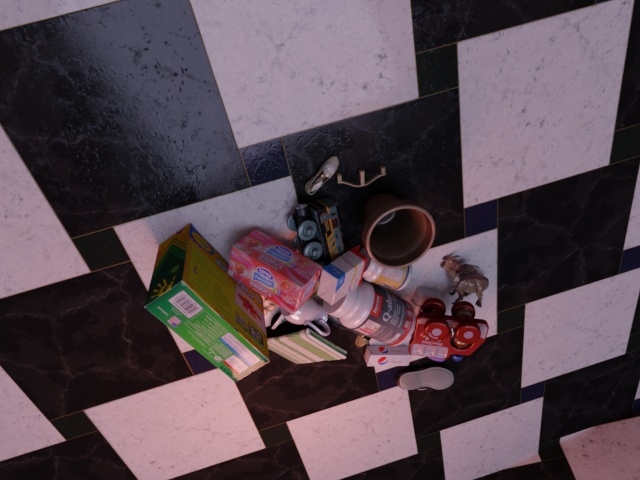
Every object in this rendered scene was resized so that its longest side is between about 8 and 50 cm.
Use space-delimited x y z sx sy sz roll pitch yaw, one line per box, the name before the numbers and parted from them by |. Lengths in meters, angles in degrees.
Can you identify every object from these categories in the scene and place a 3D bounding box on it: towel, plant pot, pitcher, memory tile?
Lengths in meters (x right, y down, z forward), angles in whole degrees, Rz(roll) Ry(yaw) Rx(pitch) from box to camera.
towel | -0.078 0.455 1.949 0.248 0.038 0.325 36 143 -29
plant pot | 0.263 -0.063 1.703 0.263 0.229 0.263 -6 121 -10
pitcher | -0.052 0.299 1.845 0.207 0.178 0.125 21 122 -45
memory tile | -0.236 0.245 1.897 0.113 0.012 0.148 -32 123 7

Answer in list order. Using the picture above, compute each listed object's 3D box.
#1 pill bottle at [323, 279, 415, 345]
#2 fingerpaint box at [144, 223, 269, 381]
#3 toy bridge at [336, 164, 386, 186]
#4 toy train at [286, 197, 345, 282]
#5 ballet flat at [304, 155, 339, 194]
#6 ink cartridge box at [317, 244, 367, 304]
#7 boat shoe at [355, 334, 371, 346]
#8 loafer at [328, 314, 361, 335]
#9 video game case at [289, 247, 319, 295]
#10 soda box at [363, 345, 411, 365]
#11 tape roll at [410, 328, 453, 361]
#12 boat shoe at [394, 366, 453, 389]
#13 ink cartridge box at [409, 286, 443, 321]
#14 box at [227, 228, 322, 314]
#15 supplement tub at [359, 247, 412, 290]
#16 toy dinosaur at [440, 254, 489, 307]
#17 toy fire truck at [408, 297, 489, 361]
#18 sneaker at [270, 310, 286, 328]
pill bottle | 0.203 0.289 1.914 0.363 0.210 0.210 27 111 -27
fingerpaint box | -0.385 0.217 1.622 0.163 0.371 0.445 -33 122 9
toy bridge | 0.153 -0.232 1.695 0.188 0.026 0.063 -10 125 -8
toy train | 0.000 0.000 1.719 0.190 0.142 0.334 -24 119 -18
ballet flat | 0.011 -0.228 1.646 0.057 0.052 0.168 34 107 -28
ink cartridge box | 0.096 0.124 1.720 0.231 0.078 0.134 -31 143 -41
boat shoe | 0.218 0.438 2.104 0.056 0.048 0.153 32 108 -28
loafer | 0.107 0.360 2.007 0.267 0.096 0.084 25 121 -29
video game case | -0.090 0.131 1.848 0.206 0.026 0.227 0 120 -18
soda box | 0.320 0.549 2.186 0.216 0.069 0.074 4 119 -17
tape roll | 0.517 0.459 2.108 0.189 0.189 0.080 18 116 -23
boat shoe | 0.523 0.696 2.316 0.302 0.091 0.114 5 75 -16
ink cartridge box | 0.467 0.292 2.069 0.109 0.063 0.150 10 118 -19
box | -0.165 0.106 1.649 0.300 0.154 0.142 30 129 15
supplement tub | 0.254 0.111 1.858 0.199 0.144 0.144 20 114 -23
toy dinosaur | 0.662 0.179 2.020 0.295 0.127 0.200 9 111 -25
toy fire truck | 0.537 0.397 1.936 0.302 0.169 0.254 6 121 4
sneaker | -0.146 0.324 1.940 0.075 0.057 0.161 31 107 -22
